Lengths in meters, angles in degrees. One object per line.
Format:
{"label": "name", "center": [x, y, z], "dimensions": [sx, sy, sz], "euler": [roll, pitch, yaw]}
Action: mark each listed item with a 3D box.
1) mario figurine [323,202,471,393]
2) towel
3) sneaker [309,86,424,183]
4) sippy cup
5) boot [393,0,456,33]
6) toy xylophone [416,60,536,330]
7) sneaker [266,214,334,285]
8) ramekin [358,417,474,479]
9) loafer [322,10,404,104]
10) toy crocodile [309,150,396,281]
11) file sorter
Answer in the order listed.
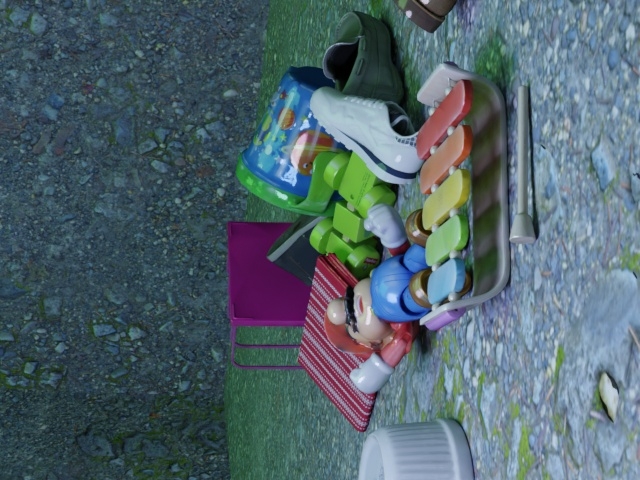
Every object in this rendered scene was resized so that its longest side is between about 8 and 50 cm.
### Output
{"label": "mario figurine", "center": [0.079, 0.080, 1.619], "dimensions": [0.198, 0.170, 0.320], "euler": [-53, 0, -31]}
{"label": "towel", "center": [0.042, 0.174, 2.006], "dimensions": [0.199, 0.031, 0.275], "euler": [47, 142, 33]}
{"label": "sneaker", "center": [0.078, -0.182, 1.802], "dimensions": [0.235, 0.090, 0.094], "euler": [41, 126, 31]}
{"label": "sippy cup", "center": [-0.018, -0.196, 2.201], "dimensions": [0.305, 0.240, 0.224], "euler": [35, 118, 32]}
{"label": "boot", "center": [0.160, -0.399, 1.649], "dimensions": [0.115, 0.112, 0.305], "euler": [-47, 24, 24]}
{"label": "toy xylophone", "center": [0.175, -0.062, 1.398], "dimensions": [0.236, 0.081, 0.322], "euler": [117, 154, -65]}
{"label": "sneaker", "center": [0.000, 0.000, 2.434], "dimensions": [0.222, 0.118, 0.083], "euler": [-40, 20, 38]}
{"label": "ramekin", "center": [0.116, 0.331, 1.520], "dimensions": [0.207, 0.109, 0.207], "euler": [-176, 90, -80]}
{"label": "loafer", "center": [0.060, -0.310, 2.005], "dimensions": [0.112, 0.111, 0.319], "euler": [-60, 23, 26]}
{"label": "toy crocodile", "center": [0.067, -0.046, 1.980], "dimensions": [0.115, 0.105, 0.340], "euler": [40, 135, 30]}
{"label": "file sorter", "center": [-0.106, 0.124, 2.606], "dimensions": [0.182, 0.202, 0.290], "euler": [99, 169, -45]}
